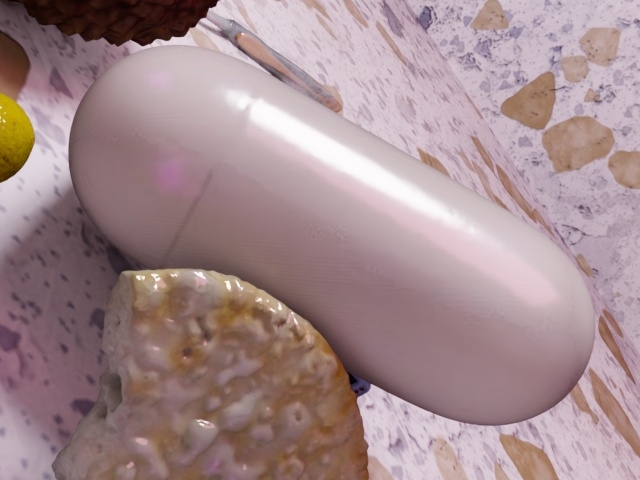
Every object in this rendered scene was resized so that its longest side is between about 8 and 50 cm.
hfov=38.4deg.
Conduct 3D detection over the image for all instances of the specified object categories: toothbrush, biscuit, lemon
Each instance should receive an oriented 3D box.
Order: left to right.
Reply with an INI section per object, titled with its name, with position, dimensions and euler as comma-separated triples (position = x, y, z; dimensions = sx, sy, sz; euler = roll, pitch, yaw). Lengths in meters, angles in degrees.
[lemon]
position = -0.215, -0.065, 0.584
dimensions = 0.062, 0.062, 0.083
euler = 59, 18, 7
[biscuit]
position = -0.063, 0.131, 0.511
dimensions = 0.040, 0.188, 0.266
euler = -141, -146, -61
[toothbrush]
position = -0.081, -0.242, 1.150
dimensions = 0.375, 0.028, 0.037
euler = 29, 27, -48

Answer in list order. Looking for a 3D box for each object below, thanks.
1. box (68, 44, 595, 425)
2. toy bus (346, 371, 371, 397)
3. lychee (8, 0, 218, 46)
[box]
position = -0.001, 0.001, 0.635
dimensions = 0.349, 0.141, 0.288
euler = 29, -3, -7
[toy bus]
position = 0.011, 0.075, 0.845
dimensions = 0.076, 0.073, 0.167
euler = 50, 26, -23
[lychee]
position = -0.172, -0.309, 0.728
dimensions = 0.330, 0.306, 0.306
euler = 31, 22, 5
